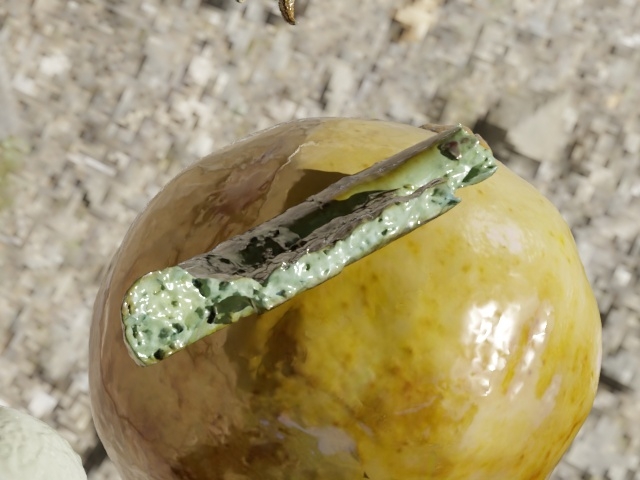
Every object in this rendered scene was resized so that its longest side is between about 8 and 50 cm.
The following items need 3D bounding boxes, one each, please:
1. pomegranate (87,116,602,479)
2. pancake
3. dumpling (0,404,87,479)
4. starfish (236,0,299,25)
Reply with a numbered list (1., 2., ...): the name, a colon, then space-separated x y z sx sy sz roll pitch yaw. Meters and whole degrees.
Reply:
1. pomegranate: 0.027 0.064 1.483 0.410 0.410 0.410 -30 133 -39
2. pancake: -0.003 -0.004 1.168 0.376 0.197 0.054 -32 98 -59
3. dumpling: -0.204 0.134 1.002 0.216 0.166 0.126 -64 177 -61
4. starfish: -0.029 -0.180 1.260 0.078 0.028 0.091 -28 112 -29
